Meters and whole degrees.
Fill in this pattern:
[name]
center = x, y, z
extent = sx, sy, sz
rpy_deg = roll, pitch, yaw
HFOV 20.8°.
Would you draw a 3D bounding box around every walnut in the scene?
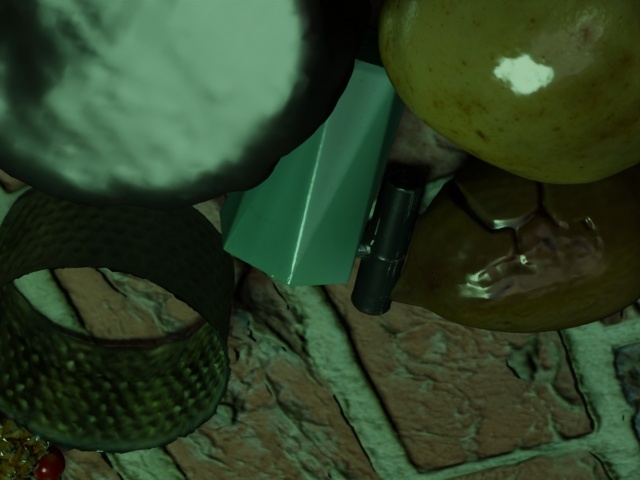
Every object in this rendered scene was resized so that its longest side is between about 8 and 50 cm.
[walnut]
center = 0.205, 0.000, 1.717
extent = 0.298, 0.203, 0.203
rpy_deg = -24, 128, 1

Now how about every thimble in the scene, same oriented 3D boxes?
[thimble]
center = -0.216, 0.077, 1.787
extent = 0.271, 0.150, 0.271
rpy_deg = 2, 132, 2

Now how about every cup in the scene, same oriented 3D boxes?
[cup]
center = 0.007, -0.087, 1.677
extent = 0.148, 0.134, 0.236
rpy_deg = -1, 126, -44

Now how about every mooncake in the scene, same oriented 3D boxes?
[mooncake]
center = -0.142, -0.206, 1.507
extent = 0.350, 0.212, 0.381
rpy_deg = 44, 122, -11

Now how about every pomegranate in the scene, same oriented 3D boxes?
[pomegranate]
center = 0.194, -0.187, 1.526
extent = 0.307, 0.307, 0.307
rpy_deg = -1, 130, -2

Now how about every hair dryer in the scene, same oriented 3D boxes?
[hair dryer]
center = -0.002, -0.012, 1.808
extent = 0.195, 0.050, 0.173
rpy_deg = 10, 126, -7

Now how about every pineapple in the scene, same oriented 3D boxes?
[pineapple]
center = -0.386, 0.214, 1.879
extent = 0.176, 0.137, 0.161
rpy_deg = 7, 99, 3

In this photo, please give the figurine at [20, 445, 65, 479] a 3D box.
[figurine]
center = -0.386, 0.353, 2.019
extent = 0.176, 0.186, 0.287
rpy_deg = -3, 117, -33
